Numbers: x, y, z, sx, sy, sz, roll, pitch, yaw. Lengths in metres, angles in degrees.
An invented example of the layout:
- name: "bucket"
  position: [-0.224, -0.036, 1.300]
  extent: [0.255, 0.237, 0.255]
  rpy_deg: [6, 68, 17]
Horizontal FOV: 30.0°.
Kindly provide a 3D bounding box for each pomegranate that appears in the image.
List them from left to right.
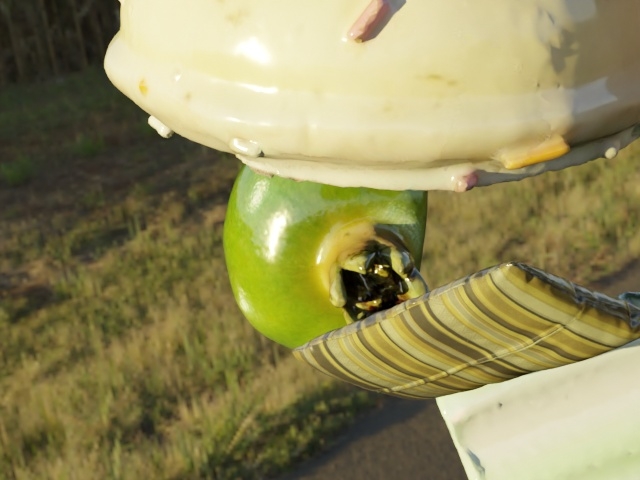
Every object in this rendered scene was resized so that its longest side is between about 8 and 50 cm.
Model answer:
- name: "pomegranate"
  position: [0.000, 0.000, 1.367]
  extent: [0.216, 0.309, 0.358]
  rpy_deg: [7, 18, -9]

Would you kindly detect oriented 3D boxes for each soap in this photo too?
- name: "soap"
  position: [0.320, 0.100, 0.894]
  extent: [0.446, 0.156, 0.261]
  rpy_deg: [-23, -18, 4]

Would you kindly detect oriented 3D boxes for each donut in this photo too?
- name: "donut"
  position: [0.049, -0.156, 0.781]
  extent: [0.383, 0.142, 0.382]
  rpy_deg: [1, 24, 0]

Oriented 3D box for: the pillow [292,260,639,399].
- name: "pillow"
  position: [0.082, 0.060, 0.707]
  extent: [0.113, 0.038, 0.203]
  rpy_deg: [21, -29, -29]
